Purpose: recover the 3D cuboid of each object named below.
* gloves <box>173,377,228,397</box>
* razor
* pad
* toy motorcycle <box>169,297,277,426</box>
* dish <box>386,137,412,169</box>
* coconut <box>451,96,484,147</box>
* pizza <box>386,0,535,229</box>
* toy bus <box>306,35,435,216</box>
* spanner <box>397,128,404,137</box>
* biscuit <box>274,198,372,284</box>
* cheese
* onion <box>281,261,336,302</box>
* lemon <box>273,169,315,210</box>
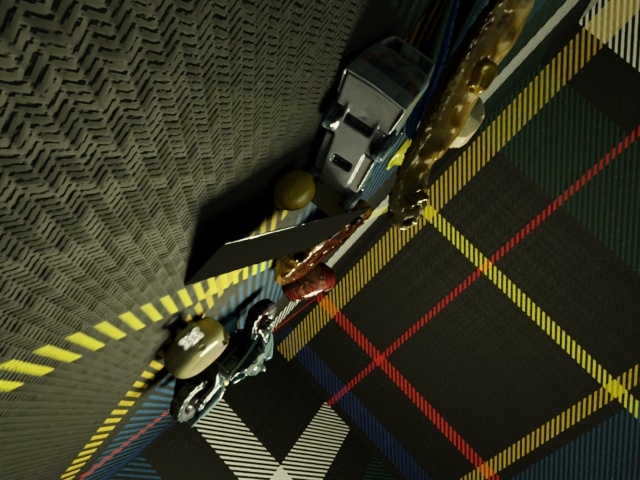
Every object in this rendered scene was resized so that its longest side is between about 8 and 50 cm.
[{"bbox_3d":[-0.366,0.438,1.345,0.164,0.124,0.203,-61,166,-13],"label":"gloves"},{"bbox_3d":[0.192,-0.305,0.619,0.093,0.056,0.324,-62,178,-65],"label":"razor"},{"bbox_3d":[-0.071,0.007,0.739,0.299,0.005,0.202,-17,168,-38],"label":"pad"},{"bbox_3d":[-0.256,0.361,1.240,0.416,0.172,0.232,-50,157,-32],"label":"toy motorcycle"},{"bbox_3d":[0.294,-0.272,1.275,0.208,0.080,0.148,-50,169,21],"label":"dish"},{"bbox_3d":[0.332,-0.313,1.068,0.147,0.147,0.153,-44,173,-3],"label":"coconut"},{"bbox_3d":[0.243,-0.251,0.810,0.435,0.080,0.392,-62,179,17],"label":"pizza"},{"bbox_3d":[0.062,-0.159,0.686,0.136,0.109,0.330,-53,176,-26],"label":"toy bus"},{"bbox_3d":[0.152,-0.236,1.008,0.208,0.012,0.046,-36,166,-45],"label":"spanner"},{"bbox_3d":[0.000,-0.001,1.179,0.334,0.081,0.289,-39,171,-11],"label":"biscuit"},{"bbox_3d":[-0.283,0.234,0.961,0.163,0.082,0.286,-42,170,-25],"label":"cheese"},{"bbox_3d":[-0.044,0.114,1.368,0.183,0.147,0.184,-12,-174,1],"label":"onion"},{"bbox_3d":[-0.043,-0.079,0.679,0.083,0.062,0.062,-44,171,-4],"label":"lemon"}]
